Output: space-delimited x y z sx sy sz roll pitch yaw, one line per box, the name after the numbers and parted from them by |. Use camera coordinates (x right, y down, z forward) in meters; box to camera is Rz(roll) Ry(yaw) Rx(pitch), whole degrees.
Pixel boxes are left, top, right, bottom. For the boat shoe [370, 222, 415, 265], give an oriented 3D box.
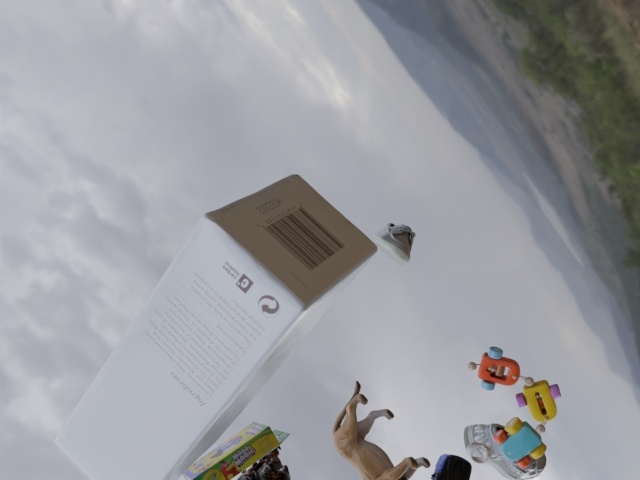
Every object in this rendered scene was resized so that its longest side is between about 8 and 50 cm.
0.170 -0.004 1.771 0.079 0.081 0.227 41 -178 -10 | boat shoe

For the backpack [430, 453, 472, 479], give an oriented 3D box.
0.351 0.646 2.146 0.098 0.120 0.101 24 165 -11 | backpack

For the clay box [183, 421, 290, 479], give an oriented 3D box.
-0.180 0.456 1.672 0.053 0.222 0.127 59 158 -4 | clay box

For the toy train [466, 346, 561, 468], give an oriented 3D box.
0.254 0.223 1.056 0.046 0.125 0.166 -48 -35 -71 | toy train

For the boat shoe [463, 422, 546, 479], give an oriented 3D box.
0.502 0.546 2.040 0.320 0.103 0.118 32 -133 -34 | boat shoe

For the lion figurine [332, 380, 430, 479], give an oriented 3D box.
0.136 0.609 2.162 0.142 0.240 0.392 15 -146 -57 | lion figurine

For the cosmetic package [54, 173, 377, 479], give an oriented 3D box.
-0.145 0.143 1.046 0.161 0.453 0.230 42 -151 8 | cosmetic package

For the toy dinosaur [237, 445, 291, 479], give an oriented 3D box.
-0.123 0.629 1.916 0.218 0.164 0.322 21 -153 -52 | toy dinosaur
